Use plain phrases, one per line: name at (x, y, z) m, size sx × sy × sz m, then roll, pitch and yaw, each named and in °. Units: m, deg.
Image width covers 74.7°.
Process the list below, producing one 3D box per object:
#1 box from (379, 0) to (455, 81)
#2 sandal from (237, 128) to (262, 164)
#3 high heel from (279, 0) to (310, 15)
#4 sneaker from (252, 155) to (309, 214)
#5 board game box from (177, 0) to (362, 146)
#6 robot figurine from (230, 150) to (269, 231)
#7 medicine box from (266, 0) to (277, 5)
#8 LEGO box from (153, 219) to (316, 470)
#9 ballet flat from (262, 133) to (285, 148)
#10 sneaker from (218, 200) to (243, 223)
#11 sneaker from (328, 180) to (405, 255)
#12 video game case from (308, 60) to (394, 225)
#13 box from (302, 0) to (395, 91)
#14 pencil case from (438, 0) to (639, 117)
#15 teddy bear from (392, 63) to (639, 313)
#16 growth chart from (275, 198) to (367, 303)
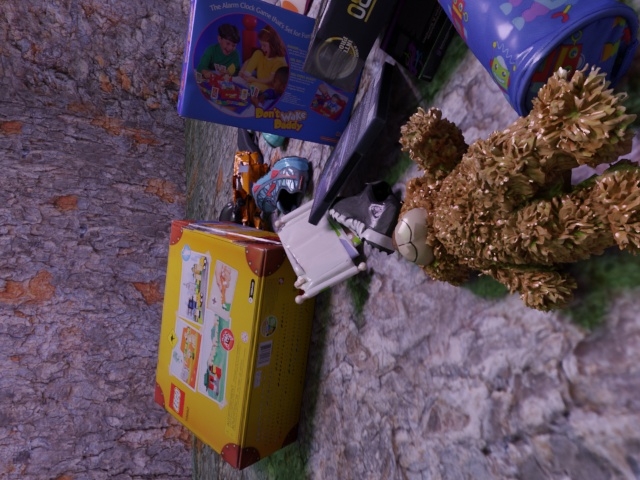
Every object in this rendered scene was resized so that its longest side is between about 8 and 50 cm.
box at (0.161, -0.348, 0.693) m, size 0.162 × 0.029 × 0.116 m, roll -113°, pitch 36°, yaw -46°
sandal at (-0.252, -0.334, 1.528) m, size 0.254 × 0.054 × 0.097 m, roll 63°, pitch 148°, yaw 32°
high heel at (-0.041, -0.707, 1.148) m, size 0.117 × 0.082 × 0.244 m, roll -57°, pitch 6°, yaw -14°
sneaker at (-0.115, -0.121, 1.138) m, size 0.262 × 0.104 × 0.125 m, roll -38°, pitch 54°, yaw 57°
board game box at (-0.093, -0.338, 0.850) m, size 0.078 × 0.347 × 0.233 m, roll 50°, pitch 130°, yaw 56°
robot figurine at (-0.216, -0.119, 1.307) m, size 0.211 × 0.085 × 0.291 m, roll 37°, pitch -129°, yaw -78°
medicine box at (-0.141, -0.865, 1.186) m, size 0.263 × 0.149 × 0.289 m, roll -46°, pitch 43°, yaw 27°
LEGO box at (-0.221, 0.223, 1.051) m, size 0.372 × 0.193 × 0.500 m, roll 14°, pitch 99°, yaw 40°
ballet flat at (-0.151, -0.374, 1.302) m, size 0.087 × 0.083 × 0.247 m, roll -46°, pitch 41°, yaw 18°
sneaker at (-0.273, 0.026, 1.430) m, size 0.146 × 0.122 × 0.330 m, roll 51°, pitch 143°, yaw 46°
sneaker at (0.086, -0.060, 0.751) m, size 0.106 × 0.078 × 0.234 m, roll -65°, pitch 23°, yaw 9°
video game case at (0.055, -0.178, 0.803) m, size 0.274 × 0.026 × 0.196 m, roll 124°, pitch 165°, yaw -47°
box at (0.086, -0.476, 0.663) m, size 0.318 × 0.097 × 0.395 m, roll 125°, pitch 160°, yaw -44°
pencil case at (0.216, -0.267, 0.466) m, size 0.119 × 0.133 × 0.306 m, roll 62°, pitch -167°, yaw -56°
teddy bear at (0.178, -0.031, 0.443) m, size 0.245 × 0.113 × 0.338 m, roll 57°, pitch 157°, yaw -20°
growth chart at (0.000, 0.000, 0.846) m, size 0.021 × 0.172 × 0.237 m, roll 67°, pitch -179°, yaw -50°
